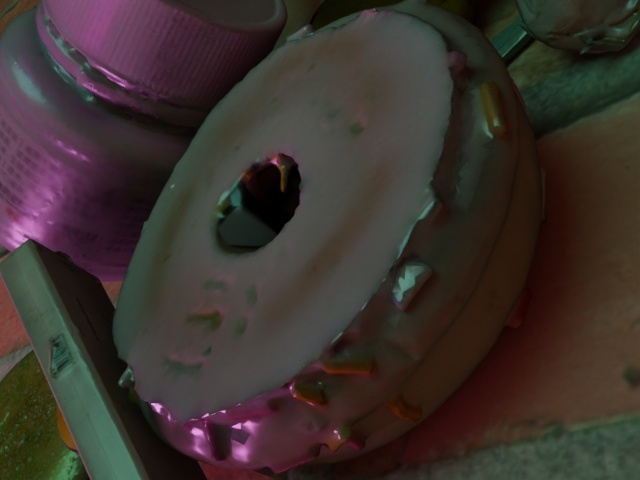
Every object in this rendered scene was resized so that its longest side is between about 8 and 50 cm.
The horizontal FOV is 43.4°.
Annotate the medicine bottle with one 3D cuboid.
[{"bbox_3d":[-0.199,-0.144,0.813,0.324,0.256,0.256,-54,30,33],"label":"medicine bottle"}]

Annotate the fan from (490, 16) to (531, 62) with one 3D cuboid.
[{"bbox_3d":[0.178,-0.180,0.656,0.193,0.016,0.038,-40,46,23],"label":"fan"}]

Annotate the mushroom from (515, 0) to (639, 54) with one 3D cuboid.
[{"bbox_3d":[0.159,-0.261,0.602,0.099,0.096,0.277,-32,72,41],"label":"mushroom"}]

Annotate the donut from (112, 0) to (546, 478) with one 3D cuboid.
[{"bbox_3d":[0.000,0.000,0.609,0.383,0.142,0.382,-32,40,32],"label":"donut"}]

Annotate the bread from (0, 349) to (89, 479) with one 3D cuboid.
[{"bbox_3d":[-0.332,0.236,0.905,0.301,0.045,0.301,-29,43,32],"label":"bread"}]

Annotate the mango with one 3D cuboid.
[{"bbox_3d":[0.058,-0.192,0.750,0.178,0.090,0.115,11,62,45],"label":"mango"}]

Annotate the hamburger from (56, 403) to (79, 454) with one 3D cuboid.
[{"bbox_3d":[-0.191,0.145,0.777,0.127,0.081,0.141,-19,63,38],"label":"hamburger"}]

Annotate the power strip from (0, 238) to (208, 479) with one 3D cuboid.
[{"bbox_3d":[-0.158,0.138,0.635,0.043,0.106,0.367,-41,54,3],"label":"power strip"}]
